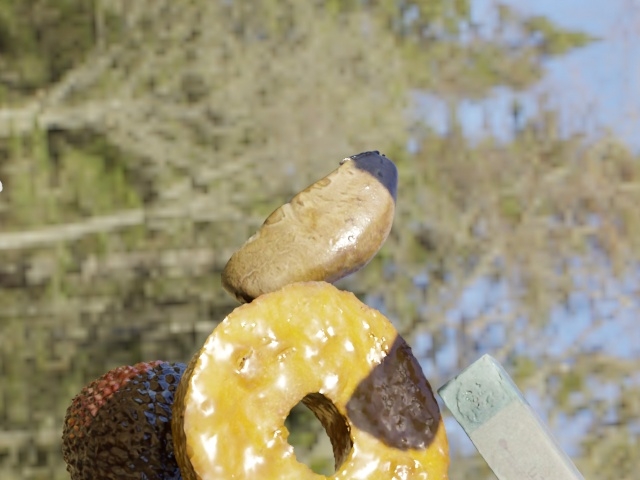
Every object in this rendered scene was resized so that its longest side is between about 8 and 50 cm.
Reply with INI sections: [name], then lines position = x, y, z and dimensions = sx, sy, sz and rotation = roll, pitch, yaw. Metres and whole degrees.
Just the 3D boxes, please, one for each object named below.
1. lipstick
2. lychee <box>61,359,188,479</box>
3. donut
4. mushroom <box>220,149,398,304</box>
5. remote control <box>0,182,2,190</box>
[lipstick]
position = 0.230, 0.255, 1.896
dimensions = 0.317, 0.066, 0.068
rotation = 55, 5, 18
[lychee]
position = -0.164, 0.208, 1.981
dimensions = 0.194, 0.194, 0.194
rotation = 177, -90, -81
[donut]
position = -0.019, 0.186, 1.844
dimensions = 0.108, 0.277, 0.277
rotation = -31, -120, 56
[mushroom]
position = 0.001, -0.001, 1.930
dimensions = 0.094, 0.210, 0.072
rotation = 53, -6, 26
[remote control]
position = -0.417, -0.050, 2.019
dimensions = 0.050, 0.184, 0.027
rotation = -141, -134, -57
